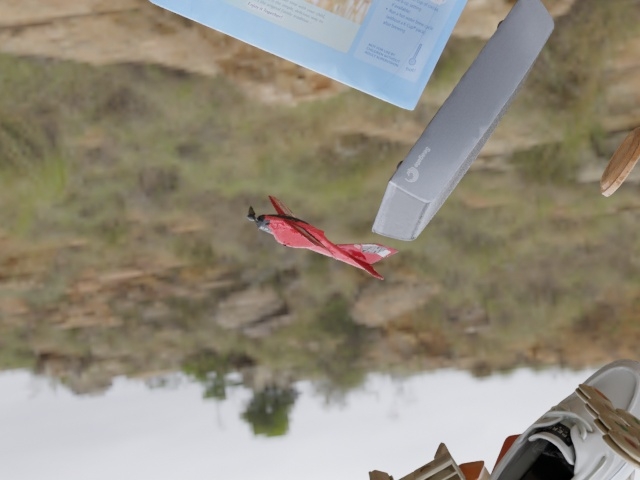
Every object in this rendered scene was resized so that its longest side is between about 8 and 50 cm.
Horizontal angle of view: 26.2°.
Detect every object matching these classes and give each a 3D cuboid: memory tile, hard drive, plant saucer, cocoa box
[{"bbox_3d":[0.248,0.158,1.036,0.113,0.012,0.148,36,-171,-7],"label":"memory tile"},{"bbox_3d":[0.146,-0.120,1.397,0.054,0.254,0.172,34,163,6],"label":"hard drive"},{"bbox_3d":[0.313,-0.084,1.420,0.013,0.083,0.083,32,-178,-1],"label":"plant saucer"},{"bbox_3d":[-0.009,-0.343,1.636,0.347,0.231,0.228,21,-161,-15],"label":"cocoa box"}]

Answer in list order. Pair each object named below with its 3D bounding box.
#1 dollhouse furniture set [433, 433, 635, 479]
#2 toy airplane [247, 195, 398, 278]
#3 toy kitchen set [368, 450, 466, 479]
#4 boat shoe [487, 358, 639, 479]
[{"bbox_3d":[0.253,0.325,1.794,0.262,0.135,0.259,-13,-159,26],"label":"dollhouse furniture set"},{"bbox_3d":[0.000,0.000,1.247,0.151,0.028,0.151,21,-168,-5],"label":"toy airplane"},{"bbox_3d":[0.095,0.235,1.318,0.075,0.068,0.083,-30,-167,7],"label":"toy kitchen set"},{"bbox_3d":[0.233,0.206,1.330,0.267,0.088,0.096,-43,-132,-16],"label":"boat shoe"}]
